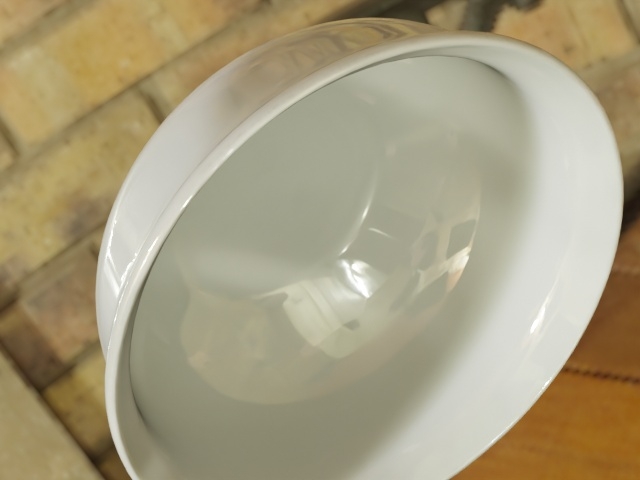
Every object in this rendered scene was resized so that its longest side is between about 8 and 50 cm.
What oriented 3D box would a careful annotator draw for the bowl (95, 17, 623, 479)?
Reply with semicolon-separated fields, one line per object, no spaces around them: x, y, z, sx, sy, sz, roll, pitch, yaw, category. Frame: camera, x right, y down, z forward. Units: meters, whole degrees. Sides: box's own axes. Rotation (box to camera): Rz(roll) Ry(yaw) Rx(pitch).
0.000;0.000;0.974;0.298;0.298;0.134;-36;45;-7;bowl
